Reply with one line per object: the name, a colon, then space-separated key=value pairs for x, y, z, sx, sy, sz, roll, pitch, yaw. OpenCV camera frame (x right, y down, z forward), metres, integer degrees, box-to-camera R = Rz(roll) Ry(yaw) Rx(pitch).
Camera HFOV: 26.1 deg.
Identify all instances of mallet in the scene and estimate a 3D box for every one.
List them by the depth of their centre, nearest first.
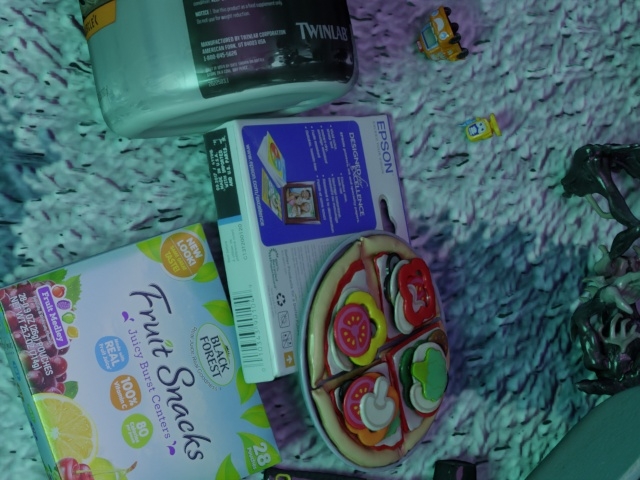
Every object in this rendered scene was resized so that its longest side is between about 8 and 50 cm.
mallet: x=0.046 y=0.202 z=1.180 sx=0.190 sy=0.039 sz=0.062 roll=16 pitch=81 yaw=-14

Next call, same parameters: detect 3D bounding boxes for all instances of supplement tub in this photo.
supplement tub: x=-0.098 y=-0.261 z=1.079 sx=0.207 sy=0.207 sz=0.338 roll=-10 pitch=88 yaw=-20

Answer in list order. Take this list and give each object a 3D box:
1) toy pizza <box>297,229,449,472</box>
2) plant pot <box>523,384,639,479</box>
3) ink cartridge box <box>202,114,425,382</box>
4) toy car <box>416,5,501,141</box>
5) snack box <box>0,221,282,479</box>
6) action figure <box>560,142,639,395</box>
toy pizza: x=0.055 y=0.091 z=1.143 sx=0.201 sy=0.032 sz=0.201 roll=4 pitch=84 yaw=-51
plant pot: x=0.257 y=0.270 z=1.132 sx=0.247 sy=0.252 sz=0.248 roll=-43 pitch=100 yaw=-18
ink cartridge box: x=0.000 y=0.000 z=1.156 sx=0.208 sy=0.045 sz=0.206 roll=-8 pitch=88 yaw=-50
toy car: x=0.119 y=-0.144 z=1.229 sx=0.041 sy=0.060 sz=0.122 roll=-21 pitch=85 yaw=11
snack box: x=-0.147 y=0.109 z=1.098 sx=0.175 sy=0.070 sz=0.207 roll=-19 pitch=93 yaw=-22
action figure: x=0.296 y=0.046 z=1.230 sx=0.164 sy=0.141 sz=0.275 roll=-5 pitch=85 yaw=-32
